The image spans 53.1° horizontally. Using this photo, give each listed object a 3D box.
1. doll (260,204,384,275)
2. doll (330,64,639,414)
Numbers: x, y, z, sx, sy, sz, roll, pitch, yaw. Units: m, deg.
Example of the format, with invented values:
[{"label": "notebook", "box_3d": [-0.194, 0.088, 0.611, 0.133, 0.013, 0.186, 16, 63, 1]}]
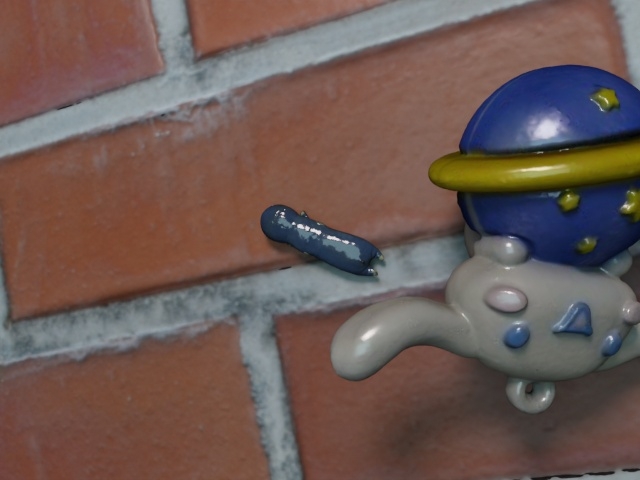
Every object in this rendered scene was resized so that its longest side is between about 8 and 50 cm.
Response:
[{"label": "doll", "box_3d": [0.000, 0.000, 0.603, 0.125, 0.027, 0.037, 24, 98, 12]}, {"label": "doll", "box_3d": [0.140, -0.001, 0.488, 0.311, 0.159, 0.242, -14, 114, -11]}]
